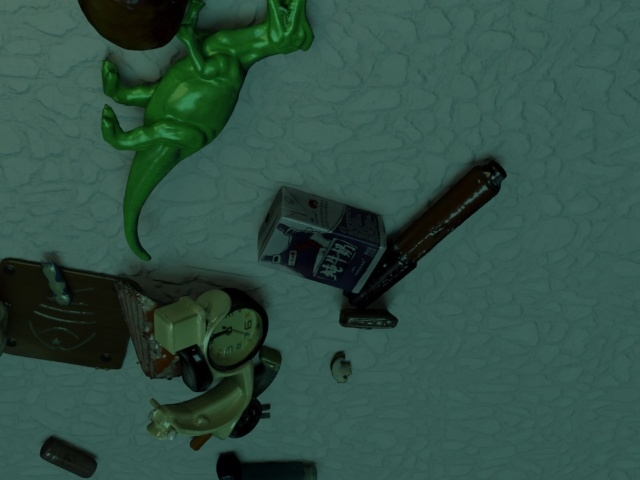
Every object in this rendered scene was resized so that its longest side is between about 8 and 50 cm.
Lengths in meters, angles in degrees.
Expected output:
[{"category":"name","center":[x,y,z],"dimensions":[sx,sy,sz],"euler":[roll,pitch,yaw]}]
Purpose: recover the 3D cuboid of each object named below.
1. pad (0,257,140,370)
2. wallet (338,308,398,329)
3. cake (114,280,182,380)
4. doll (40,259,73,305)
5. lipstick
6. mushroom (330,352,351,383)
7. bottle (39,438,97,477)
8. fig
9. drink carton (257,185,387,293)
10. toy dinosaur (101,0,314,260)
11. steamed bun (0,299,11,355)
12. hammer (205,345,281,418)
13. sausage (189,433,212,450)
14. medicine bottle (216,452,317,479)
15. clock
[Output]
[{"category":"pad","center":[-0.542,0.164,1.853],"dimensions":[0.286,0.018,0.284],"euler":[12,129,-13]},{"category":"wallet","center":[0.096,0.163,1.823],"dimensions":[0.118,0.153,0.039],"euler":[3,93,-2]},{"category":"cake","center":[-0.350,0.186,1.803],"dimensions":[0.135,0.098,0.287],"euler":[-40,133,-12]},{"category":"doll","center":[-0.530,0.085,1.755],"dimensions":[0.037,0.027,0.125],"euler":[-5,131,10]},{"category":"lipstick","center":[0.199,-0.007,1.720],"dimensions":[0.077,0.077,0.418],"euler":[31,122,-27]},{"category":"mushroom","center":[0.047,0.294,2.007],"dimensions":[0.049,0.019,0.101],"euler":[-4,133,0]},{"category":"bottle","center":[-0.617,0.535,2.144],"dimensions":[0.053,0.053,0.140],"euler":[-38,123,25]},{"category":"fig","center":[-0.334,-0.391,1.278],"dimensions":[0.290,0.191,0.191],"euler":[12,129,-15]},{"category":"drink carton","center":[0.000,-0.001,1.697],"dimensions":[0.222,0.102,0.134],"euler":[17,130,-16]},{"category":"toy dinosaur","center":[-0.190,-0.193,1.526],"dimensions":[0.374,0.144,0.500],"euler":[-12,135,-10]},{"category":"steamed bun","center":[-0.770,0.172,1.716],"dimensions":[0.275,0.206,0.320],"euler":[-29,120,24]},{"category":"hammer","center":[-0.154,0.333,2.011],"dimensions":[0.158,0.041,0.226],"euler":[21,126,-21]},{"category":"sausage","center":[-0.280,0.471,2.128],"dimensions":[0.031,0.031,0.107],"euler":[25,124,-24]},{"category":"medicine bottle","center":[-0.136,0.602,2.221],"dimensions":[0.258,0.079,0.124],"euler":[1,130,-6]},{"category":"clock","center":[-0.235,0.279,1.826],"dimensions":[0.276,0.120,0.379],"euler":[-16,122,-37]}]
